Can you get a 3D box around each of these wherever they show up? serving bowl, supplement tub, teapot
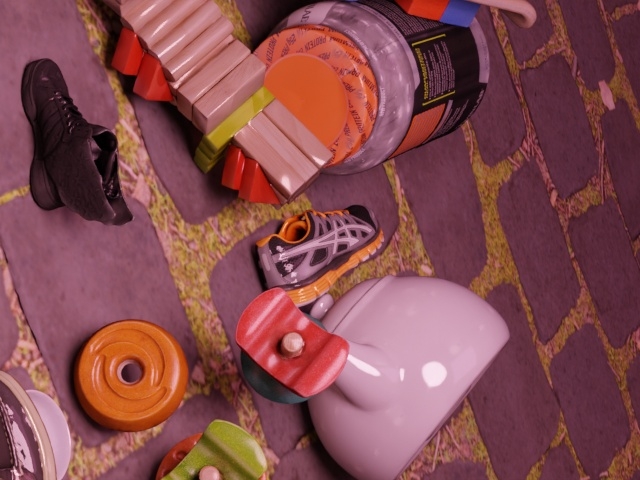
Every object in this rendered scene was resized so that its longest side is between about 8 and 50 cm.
[{"bbox_3d":[-0.243,0.166,1.291,0.083,0.027,0.083,30,53,-50],"label":"serving bowl"},{"bbox_3d":[0.052,-0.183,1.771,0.316,0.193,0.194,-26,100,-60],"label":"supplement tub"},{"bbox_3d":[0.068,0.125,1.675,0.187,0.256,0.252,39,56,10],"label":"teapot"}]

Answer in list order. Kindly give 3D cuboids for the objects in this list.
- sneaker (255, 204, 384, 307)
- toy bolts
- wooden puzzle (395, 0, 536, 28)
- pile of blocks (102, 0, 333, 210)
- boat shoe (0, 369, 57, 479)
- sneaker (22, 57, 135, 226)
[{"bbox_3d":[0.000,0.000,1.718,0.083,0.084,0.215,63,33,-10],"label":"sneaker"},{"bbox_3d":[-0.096,0.140,1.437,0.218,0.228,0.158,44,-13,8],"label":"toy bolts"},{"bbox_3d":[0.036,-0.344,1.753,0.348,0.080,0.322,11,30,-39],"label":"wooden puzzle"},{"bbox_3d":[-0.137,-0.160,1.555,0.112,0.149,0.362,-43,111,-20],"label":"pile of blocks"},{"bbox_3d":[-0.251,0.212,1.208,0.073,0.080,0.224,-8,88,-65],"label":"boat shoe"},{"bbox_3d":[-0.214,-0.089,1.391,0.051,0.089,0.170,17,63,-56],"label":"sneaker"}]
